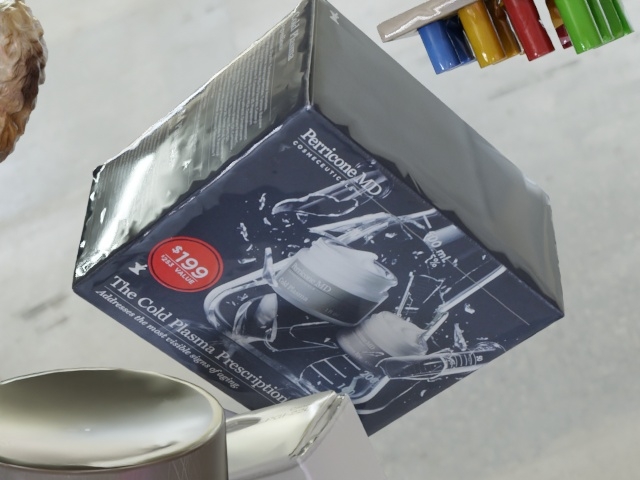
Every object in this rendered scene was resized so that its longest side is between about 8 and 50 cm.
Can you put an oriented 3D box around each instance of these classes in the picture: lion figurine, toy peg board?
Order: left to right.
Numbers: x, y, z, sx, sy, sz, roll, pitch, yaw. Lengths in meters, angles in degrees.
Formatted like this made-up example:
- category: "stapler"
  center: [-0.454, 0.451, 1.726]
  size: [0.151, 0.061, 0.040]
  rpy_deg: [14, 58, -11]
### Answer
- category: "lion figurine"
  center: [-0.352, -0.019, 1.276]
  size: [0.240, 0.142, 0.392]
  rpy_deg: [-12, 59, 37]
- category: "toy peg board"
  center: [0.150, -0.162, 1.141]
  size: [0.160, 0.079, 0.161]
  rpy_deg: [-23, 1, 26]

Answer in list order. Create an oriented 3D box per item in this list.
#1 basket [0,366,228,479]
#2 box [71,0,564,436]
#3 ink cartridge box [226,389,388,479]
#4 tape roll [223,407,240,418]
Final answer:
- category: "basket"
  center: [-0.109, 0.187, 0.732]
  size: [0.154, 0.227, 0.204]
  rpy_deg: [1, 15, -3]
- category: "box"
  center: [0.000, 0.000, 1.455]
  size: [0.312, 0.343, 0.179]
  rpy_deg: [-37, 32, 29]
- category: "ink cartridge box"
  center: [-0.020, 0.219, 0.951]
  size: [0.158, 0.218, 0.092]
  rpy_deg: [-19, 13, 26]
- category: "tape roll"
  center: [-0.078, 0.210, 1.363]
  size: [0.219, 0.219, 0.072]
  rpy_deg: [6, 66, 45]
